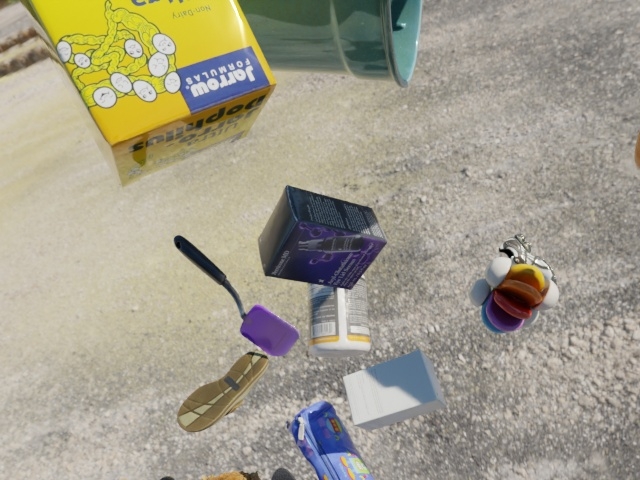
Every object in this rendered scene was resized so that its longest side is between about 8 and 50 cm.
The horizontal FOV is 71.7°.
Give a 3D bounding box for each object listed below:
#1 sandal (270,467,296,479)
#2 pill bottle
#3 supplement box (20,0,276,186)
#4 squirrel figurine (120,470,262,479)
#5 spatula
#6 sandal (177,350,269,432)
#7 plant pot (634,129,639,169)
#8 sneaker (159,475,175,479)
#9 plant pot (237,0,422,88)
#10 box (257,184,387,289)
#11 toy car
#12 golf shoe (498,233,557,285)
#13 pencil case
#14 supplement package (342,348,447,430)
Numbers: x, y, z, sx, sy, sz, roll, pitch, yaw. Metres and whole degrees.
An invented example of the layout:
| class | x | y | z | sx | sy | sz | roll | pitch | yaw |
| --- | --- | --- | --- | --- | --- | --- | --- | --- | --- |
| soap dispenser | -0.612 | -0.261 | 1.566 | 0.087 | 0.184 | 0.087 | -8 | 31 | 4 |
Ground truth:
| class | x | y | z | sx | sy | sz | roll | pitch | yaw |
| --- | --- | --- | --- | --- | --- | --- | --- | --- | --- |
| sandal | -0.052 | 0.593 | 0.980 | 0.067 | 0.040 | 0.179 | -40 | 65 | -3 |
| pill bottle | 0.045 | 0.164 | 1.188 | 0.162 | 0.162 | 0.279 | -10 | 67 | 19 |
| supplement box | -0.234 | -0.277 | 0.524 | 0.194 | 0.357 | 0.195 | -29 | 5 | -21 |
| squirrel figurine | -0.358 | 0.722 | 1.156 | 0.397 | 0.370 | 0.281 | -41 | 35 | 18 |
| spatula | -0.162 | 0.091 | 0.782 | 0.296 | 0.084 | 0.030 | 42 | 30 | 16 |
| sandal | -0.160 | 0.266 | 0.767 | 0.180 | 0.049 | 0.072 | -38 | 48 | -24 |
| plant pot | 0.601 | -0.178 | 0.564 | 0.290 | 0.291 | 0.203 | -36 | 48 | -10 |
| sneaker | -0.281 | 0.603 | 0.908 | 0.132 | 0.086 | 0.229 | -12 | 51 | 5 |
| plant pot | -0.016 | -0.428 | 0.744 | 0.334 | 0.341 | 0.341 | 4 | 49 | 20 |
| box | 0.000 | 0.000 | 0.881 | 0.153 | 0.207 | 0.108 | -58 | 34 | 35 |
| toy car | 0.425 | 0.140 | 0.994 | 0.159 | 0.182 | 0.136 | 28 | 48 | 8 |
| golf shoe | 0.624 | 0.076 | 1.346 | 0.093 | 0.077 | 0.198 | -25 | 56 | -9 |
| pencil case | 0.034 | 0.503 | 0.988 | 0.119 | 0.133 | 0.306 | -46 | 46 | 6 |
| supplement package | 0.156 | 0.318 | 0.931 | 0.179 | 0.105 | 0.105 | -24 | 54 | 15 |
